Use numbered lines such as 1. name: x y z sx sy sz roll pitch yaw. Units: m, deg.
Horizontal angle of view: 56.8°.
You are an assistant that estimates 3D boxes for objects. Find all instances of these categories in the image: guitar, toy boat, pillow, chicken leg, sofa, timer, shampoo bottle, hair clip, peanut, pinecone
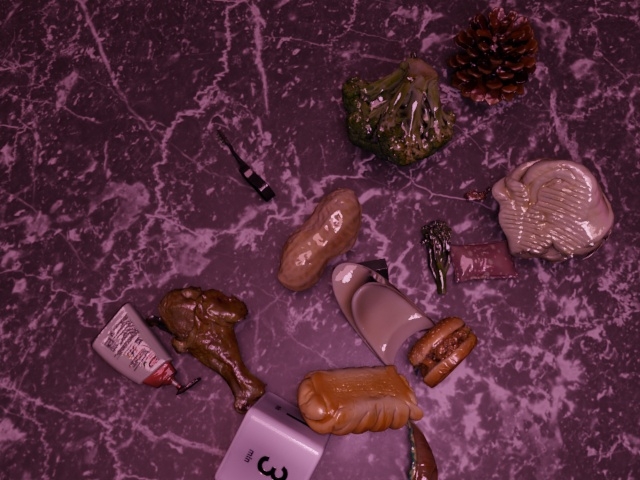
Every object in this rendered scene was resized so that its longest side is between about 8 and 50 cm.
1. guitar: -0.224 -0.217 1.687 0.038 0.084 0.271 -39 72 -7
2. toy boat: 0.235 0.585 1.447 0.099 0.108 0.292 -4 66 33
3. pillow: 0.441 0.054 1.614 0.185 0.043 0.118 -6 72 -1
4. chicken leg: -0.257 0.252 1.529 0.361 0.140 0.211 42 100 1
5. sofa: 0.110 0.102 1.601 0.147 0.085 0.060 -11 33 -2
6. timer: -0.105 0.502 1.404 0.195 0.194 0.192 27 93 7
7. shampoo bottle: -0.448 0.307 1.545 0.284 0.071 0.153 38 76 8
8. chicken leg: 0.448 -0.129 1.675 0.083 0.021 0.036 -11 66 -3
9. hair clip: 0.142 0.177 1.541 0.172 0.113 0.282 -45 117 -2
10. peanut: 0.000 0.000 1.590 0.149 0.149 0.313 41 79 11
11. pinecone: 0.495 -0.529 1.669 0.264 0.264 0.264 0 75 1

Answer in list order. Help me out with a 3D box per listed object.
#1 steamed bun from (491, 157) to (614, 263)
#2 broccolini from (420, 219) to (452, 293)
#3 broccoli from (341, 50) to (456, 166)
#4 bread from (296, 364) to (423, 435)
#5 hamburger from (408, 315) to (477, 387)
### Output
1. steamed bun: 0.622 -0.089 1.564 0.268 0.207 0.280 -16 94 35
2. broccolini: 0.321 0.041 1.603 0.091 0.068 0.202 -10 74 15
3. broccoli: 0.215 -0.363 1.614 0.321 0.283 0.303 -14 58 -31
4. bread: 0.084 0.390 1.442 0.311 0.121 0.173 4 36 -26
5. hamburger: 0.303 0.273 1.480 0.118 0.191 0.182 42 86 13
